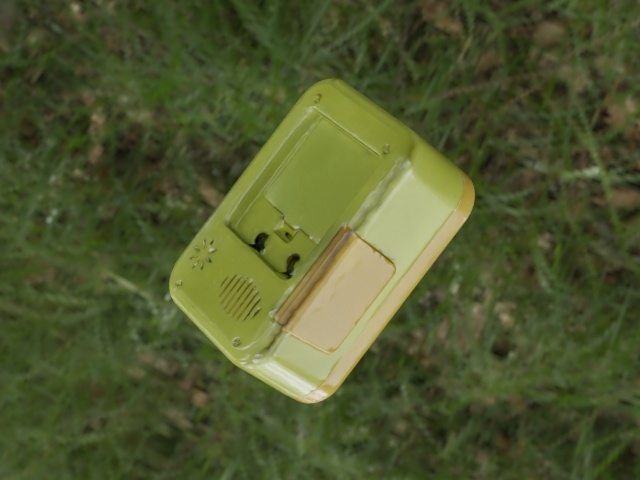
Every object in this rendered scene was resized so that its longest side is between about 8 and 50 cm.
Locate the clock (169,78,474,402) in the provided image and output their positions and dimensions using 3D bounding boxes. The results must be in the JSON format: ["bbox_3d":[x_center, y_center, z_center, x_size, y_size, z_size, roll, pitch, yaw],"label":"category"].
[{"bbox_3d":[0.000,0.000,1.050,0.096,0.202,0.143,36,-176,-46],"label":"clock"}]
